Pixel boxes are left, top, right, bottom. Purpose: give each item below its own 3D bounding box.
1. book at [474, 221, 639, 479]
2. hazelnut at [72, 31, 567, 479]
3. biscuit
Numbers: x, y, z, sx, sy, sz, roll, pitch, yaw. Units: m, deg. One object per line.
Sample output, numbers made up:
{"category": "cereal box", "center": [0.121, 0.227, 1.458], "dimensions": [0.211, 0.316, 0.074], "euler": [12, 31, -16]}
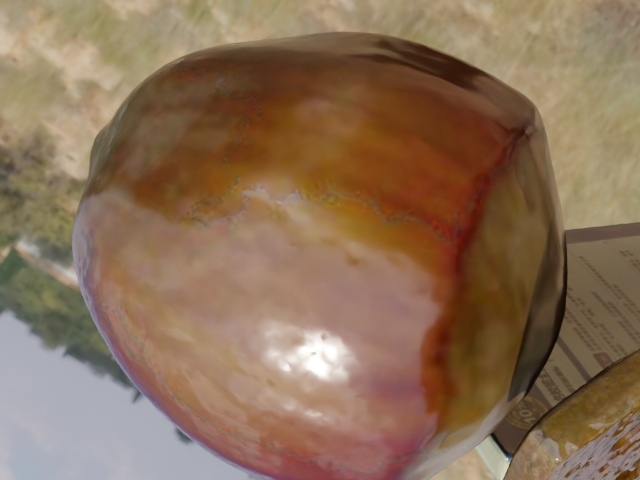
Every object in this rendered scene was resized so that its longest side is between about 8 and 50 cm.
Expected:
{"category": "book", "center": [0.284, 0.081, 1.176], "dimensions": [0.428, 0.039, 0.300], "euler": [-6, -144, -21]}
{"category": "hazelnut", "center": [0.009, 0.003, 0.931], "dimensions": [0.366, 0.366, 0.366], "euler": [30, 170, 6]}
{"category": "biscuit", "center": [0.201, 0.117, 0.799], "dimensions": [0.043, 0.278, 0.301], "euler": [51, -163, 28]}
